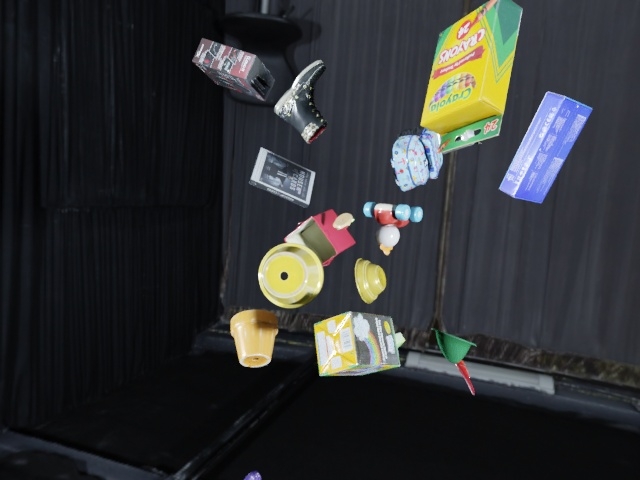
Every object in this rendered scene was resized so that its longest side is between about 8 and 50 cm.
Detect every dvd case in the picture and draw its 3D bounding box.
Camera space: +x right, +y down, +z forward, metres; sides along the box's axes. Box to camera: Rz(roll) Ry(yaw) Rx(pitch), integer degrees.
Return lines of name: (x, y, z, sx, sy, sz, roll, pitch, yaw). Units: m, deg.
dvd case: (-0.141, -0.240, 1.773, 0.238, 0.179, 0.029, 22, 140, -16)

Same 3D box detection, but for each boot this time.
boot: (-0.026, -0.467, 1.575, 0.179, 0.236, 0.085, 49, -160, 9)

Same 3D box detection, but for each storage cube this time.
storage cube: (0.000, 0.000, 2.000, 0.183, 0.215, 0.193, -38, 174, 30)

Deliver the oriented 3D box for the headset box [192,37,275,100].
headset box: (-0.341, -0.699, 1.923, 0.293, 0.110, 0.218, 23, 180, 16)

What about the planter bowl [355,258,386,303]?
planter bowl: (0.247, 0.180, 2.163, 0.090, 0.217, 0.217, -15, 177, 26)

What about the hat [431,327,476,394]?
hat: (0.498, 0.460, 1.795, 0.208, 0.184, 0.173, 16, 172, 43)

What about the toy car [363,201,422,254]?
toy car: (0.330, -0.052, 2.176, 0.219, 0.238, 0.210, 10, -176, 42)

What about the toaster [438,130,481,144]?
toaster: (0.607, -0.496, 2.109, 0.185, 0.168, 0.110, -13, 178, 35)

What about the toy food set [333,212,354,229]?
toy food set: (0.091, -0.075, 1.835, 0.082, 0.083, 0.020, 36, 165, 53)

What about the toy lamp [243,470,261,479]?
toy lamp: (-0.107, 0.748, 1.296, 0.274, 0.080, 0.080, 18, -167, 37)

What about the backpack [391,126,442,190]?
backpack: (0.268, -0.227, 1.314, 0.116, 0.158, 0.173, -4, -152, 28)

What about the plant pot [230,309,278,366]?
plant pot: (-0.278, 0.425, 1.969, 0.205, 0.188, 0.205, -5, 143, -4)

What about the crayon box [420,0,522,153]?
crayon box: (0.348, -0.382, 1.097, 0.081, 0.319, 0.202, 18, 168, -25)

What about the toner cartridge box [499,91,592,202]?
toner cartridge box: (0.761, -0.307, 1.579, 0.165, 0.348, 0.075, 6, -154, -33)

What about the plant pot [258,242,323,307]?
plant pot: (-0.119, 0.130, 1.736, 0.253, 0.254, 0.239, 4, 176, 5)

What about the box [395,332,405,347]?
box: (0.250, 0.577, 2.367, 0.321, 0.232, 0.058, -5, -129, -35)

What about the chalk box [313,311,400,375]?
chalk box: (0.145, 0.362, 1.602, 0.179, 0.180, 0.288, -27, 150, 38)
